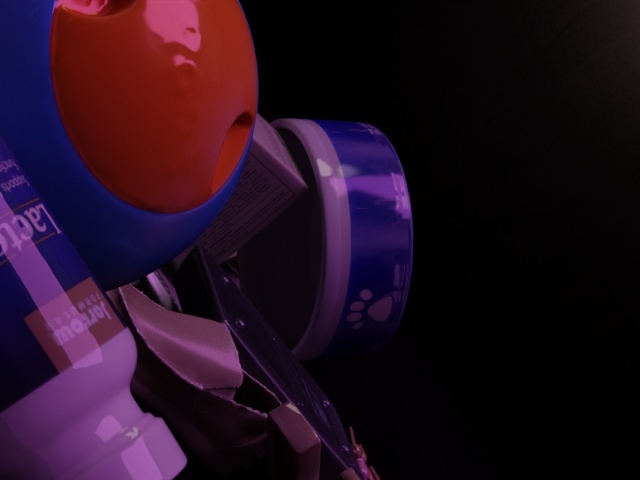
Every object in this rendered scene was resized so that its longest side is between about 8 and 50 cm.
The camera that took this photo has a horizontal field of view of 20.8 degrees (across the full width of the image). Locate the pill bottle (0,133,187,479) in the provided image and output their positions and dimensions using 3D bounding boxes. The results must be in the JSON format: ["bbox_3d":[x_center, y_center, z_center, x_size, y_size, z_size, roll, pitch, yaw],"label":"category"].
[{"bbox_3d":[-0.197,0.049,0.973,0.264,0.153,0.153,56,7,-3],"label":"pill bottle"}]

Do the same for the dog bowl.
[{"bbox_3d":[0.000,0.000,1.905,0.265,0.104,0.264,180,-90,-67],"label":"dog bowl"}]

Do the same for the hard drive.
[{"bbox_3d":[-0.052,0.135,1.700,0.254,0.054,0.172,52,6,-31],"label":"hard drive"}]

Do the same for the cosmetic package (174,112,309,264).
[{"bbox_3d":[-0.171,-0.113,1.746,0.309,0.160,0.113,43,13,-39],"label":"cosmetic package"}]

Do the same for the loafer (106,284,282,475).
[{"bbox_3d":[-0.122,0.101,1.526,0.268,0.092,0.102,52,7,-43],"label":"loafer"}]

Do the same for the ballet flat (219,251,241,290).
[{"bbox_3d":[-0.113,0.017,2.083,0.072,0.068,0.213,60,7,26],"label":"ballet flat"}]

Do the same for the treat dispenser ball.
[{"bbox_3d":[-0.186,-0.103,1.183,0.288,0.288,0.288,56,7,-10],"label":"treat dispenser ball"}]

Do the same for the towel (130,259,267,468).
[{"bbox_3d":[-0.112,0.102,1.831,0.248,0.038,0.325,56,7,-2],"label":"towel"}]

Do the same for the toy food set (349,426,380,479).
[{"bbox_3d":[0.058,0.300,2.215,0.122,0.019,0.078,63,5,-18],"label":"toy food set"}]

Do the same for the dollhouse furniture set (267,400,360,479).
[{"bbox_3d":[-0.037,0.243,1.515,0.151,0.123,0.144,52,-22,27],"label":"dollhouse furniture set"}]
